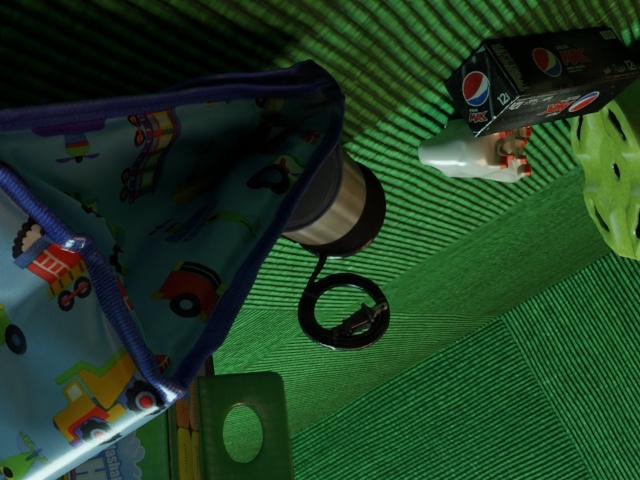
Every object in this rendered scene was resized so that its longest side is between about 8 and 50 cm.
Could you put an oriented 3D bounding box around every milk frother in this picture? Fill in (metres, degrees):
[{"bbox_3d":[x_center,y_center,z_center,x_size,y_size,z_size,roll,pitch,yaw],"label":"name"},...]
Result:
[{"bbox_3d":[0.000,0.000,0.700,0.129,0.143,0.135,-47,162,5],"label":"milk frother"}]

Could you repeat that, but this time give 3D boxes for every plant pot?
[{"bbox_3d":[0.396,-0.095,0.929,0.254,0.276,0.276,-16,163,-4],"label":"plant pot"}]

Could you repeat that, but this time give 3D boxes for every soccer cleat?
[{"bbox_3d":[0.145,-0.086,0.861,0.076,0.068,0.196,0,-176,22],"label":"soccer cleat"}]

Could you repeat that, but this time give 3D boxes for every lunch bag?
[{"bbox_3d":[-0.110,0.005,0.523,0.221,0.138,0.293,-33,-174,32],"label":"lunch bag"}]

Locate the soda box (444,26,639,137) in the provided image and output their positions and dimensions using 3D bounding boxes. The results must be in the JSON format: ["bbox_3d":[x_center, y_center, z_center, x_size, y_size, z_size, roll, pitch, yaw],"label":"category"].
[{"bbox_3d":[0.184,-0.131,0.778,0.169,0.053,0.060,-14,160,-38],"label":"soda box"}]

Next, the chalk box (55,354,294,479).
[{"bbox_3d":[-0.168,0.156,0.709,0.289,0.180,0.179,-8,165,3],"label":"chalk box"}]
